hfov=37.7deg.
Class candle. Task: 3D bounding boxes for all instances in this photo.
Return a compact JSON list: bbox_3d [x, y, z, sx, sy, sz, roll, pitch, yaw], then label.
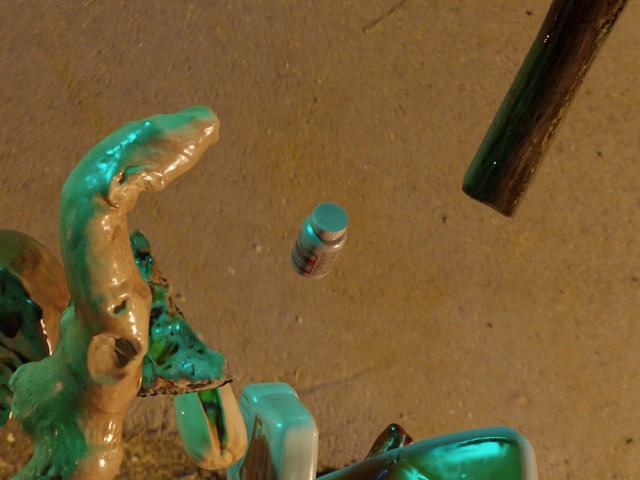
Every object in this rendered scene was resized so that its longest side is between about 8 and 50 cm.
[{"bbox_3d":[0.029,0.391,1.300,0.051,0.048,0.329,29,102,-20],"label":"candle"}]

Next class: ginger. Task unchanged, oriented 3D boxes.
[{"bbox_3d":[-0.120,0.059,0.472,0.075,0.089,0.288,1,118,-43],"label":"ginger"}]

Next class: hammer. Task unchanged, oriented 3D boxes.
[{"bbox_3d":[0.224,-0.188,0.852,0.243,0.095,0.408,19,132,-3],"label":"hammer"}]

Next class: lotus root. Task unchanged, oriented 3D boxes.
[{"bbox_3d":[-0.345,0.086,1.004,0.188,0.180,0.199,1,107,8],"label":"lotus root"}]

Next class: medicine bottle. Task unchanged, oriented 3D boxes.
[{"bbox_3d":[0.000,0.000,1.618,0.079,0.079,0.140,13,144,-9],"label":"medicine bottle"}]

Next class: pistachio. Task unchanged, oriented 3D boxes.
[{"bbox_3d":[-0.205,0.318,1.700,0.117,0.145,0.200,-20,87,-14],"label":"pistachio"}]

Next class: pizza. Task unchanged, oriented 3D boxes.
[{"bbox_3d":[-0.160,0.090,0.829,0.195,0.052,0.185,19,99,33],"label":"pizza"}]

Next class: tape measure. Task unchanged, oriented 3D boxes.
[{"bbox_3d":[-0.091,0.425,1.898,0.125,0.246,0.243,-1,110,-29],"label":"tape measure"}]

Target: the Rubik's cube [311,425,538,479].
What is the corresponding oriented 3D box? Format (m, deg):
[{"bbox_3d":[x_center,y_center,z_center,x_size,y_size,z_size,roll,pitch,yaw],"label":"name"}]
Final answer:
[{"bbox_3d":[0.087,0.206,0.632,0.255,0.254,0.254,-2,111,-4],"label":"Rubik's cube"}]
